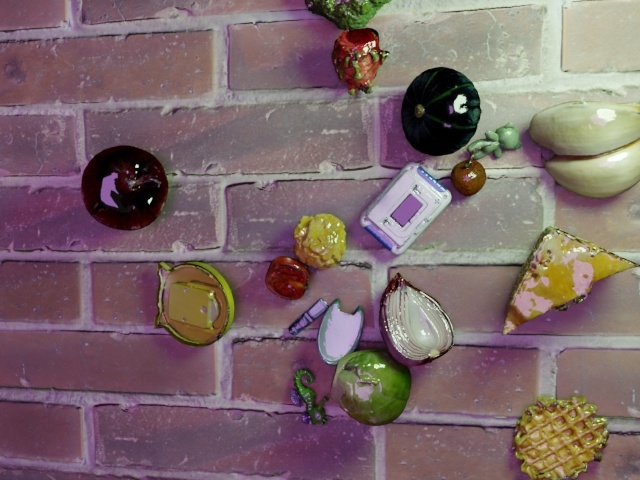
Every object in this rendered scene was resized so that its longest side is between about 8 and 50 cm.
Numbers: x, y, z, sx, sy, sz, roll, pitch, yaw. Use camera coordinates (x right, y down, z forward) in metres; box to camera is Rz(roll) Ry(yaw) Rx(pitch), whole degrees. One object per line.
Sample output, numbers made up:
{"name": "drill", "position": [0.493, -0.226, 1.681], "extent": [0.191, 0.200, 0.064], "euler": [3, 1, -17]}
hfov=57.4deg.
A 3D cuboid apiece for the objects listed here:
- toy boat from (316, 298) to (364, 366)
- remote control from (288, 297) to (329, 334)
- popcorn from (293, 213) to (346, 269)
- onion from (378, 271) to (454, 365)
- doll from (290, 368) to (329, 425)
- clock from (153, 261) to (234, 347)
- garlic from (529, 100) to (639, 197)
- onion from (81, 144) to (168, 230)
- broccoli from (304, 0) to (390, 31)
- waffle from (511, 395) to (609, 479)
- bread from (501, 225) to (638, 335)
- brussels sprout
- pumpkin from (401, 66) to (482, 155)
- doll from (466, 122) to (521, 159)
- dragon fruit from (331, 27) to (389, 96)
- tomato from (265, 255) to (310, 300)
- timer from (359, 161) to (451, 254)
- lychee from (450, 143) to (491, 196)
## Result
{"name": "toy boat", "position": [0.058, 0.291, 1.829], "extent": [0.134, 0.079, 0.208], "euler": [16, 86, 0]}
{"name": "remote control", "position": [-0.040, 0.247, 1.859], "extent": [0.152, 0.027, 0.043], "euler": [-42, 82, 8]}
{"name": "popcorn", "position": [0.000, 0.000, 1.776], "extent": [0.180, 0.170, 0.180], "euler": [-2, 94, -29]}
{"name": "onion", "position": [0.262, 0.237, 1.746], "extent": [0.227, 0.120, 0.284], "euler": [-5, 66, -29]}
{"name": "doll", "position": [-0.034, 0.503, 1.862], "extent": [0.115, 0.050, 0.190], "euler": [-29, 86, 15]}
{"name": "clock", "position": [-0.406, 0.204, 1.900], "extent": [0.293, 0.071, 0.277], "euler": [18, 105, 20]}
{"name": "garlic", "position": [0.752, -0.271, 1.608], "extent": [0.313, 0.286, 0.249], "euler": [-9, 48, 5]}
{"name": "onion", "position": [-0.601, -0.168, 1.816], "extent": [0.273, 0.285, 0.273], "euler": [2, 86, -25]}
{"name": "broccoli", "position": [0.066, -0.759, 1.710], "extent": [0.302, 0.186, 0.254], "euler": [49, 140, 5]}
{"name": "waffle", "position": [0.709, 0.590, 1.724], "extent": [0.262, 0.060, 0.281], "euler": [10, 95, 10]}
{"name": "bread", "position": [0.675, 0.132, 1.613], "extent": [0.279, 0.248, 0.315], "euler": [16, 100, 11]}
{"name": "brussels sprout", "position": [0.151, 0.428, 1.735], "extent": [0.244, 0.244, 0.244], "euler": [1, 94, 10]}
{"name": "pumpkin", "position": [0.362, -0.363, 1.667], "extent": [0.248, 0.248, 0.248], "euler": [1, 94, 10]}
{"name": "doll", "position": [0.501, -0.288, 1.703], "extent": [0.150, 0.078, 0.115], "euler": [-22, 134, 16]}
{"name": "dragon fruit", "position": [0.115, -0.523, 1.720], "extent": [0.166, 0.172, 0.160], "euler": [18, 59, 14]}
{"name": "tomato", "position": [-0.095, 0.101, 1.818], "extent": [0.139, 0.091, 0.159], "euler": [14, 135, 0]}
{"name": "timer", "position": [0.253, -0.095, 1.757], "extent": [0.178, 0.078, 0.253], "euler": [41, 99, 5]}
{"name": "lychee", "position": [0.433, -0.198, 1.705], "extent": [0.114, 0.101, 0.140], "euler": [-21, 106, -20]}
